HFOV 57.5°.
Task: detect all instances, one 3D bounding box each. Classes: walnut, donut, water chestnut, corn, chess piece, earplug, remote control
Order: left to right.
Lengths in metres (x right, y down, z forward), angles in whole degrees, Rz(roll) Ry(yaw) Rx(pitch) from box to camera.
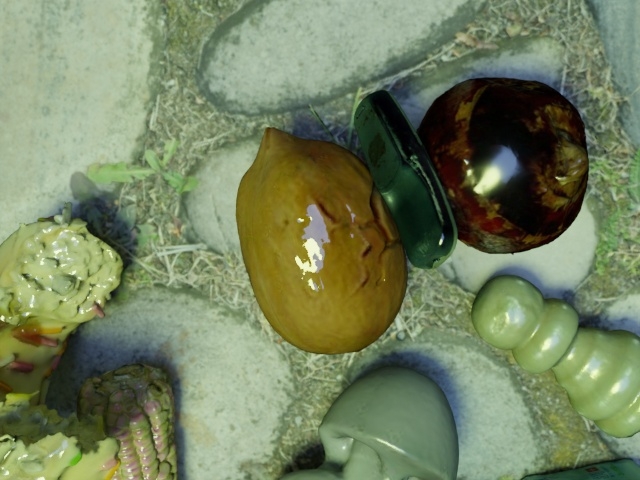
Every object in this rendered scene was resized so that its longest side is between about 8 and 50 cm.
[{"bbox_3d":[-0.358,0.170,0.699,0.307,0.150,0.371,-33,49,21],"label":"donut"},{"bbox_3d":[-0.255,0.335,0.811,0.127,0.126,0.335,-3,100,3],"label":"corn"},{"bbox_3d":[0.000,0.000,0.713,0.203,0.203,0.298,-21,107,5],"label":"walnut"},{"bbox_3d":[0.058,0.318,0.776,0.214,0.175,0.325,27,106,-5],"label":"earplug"},{"bbox_3d":[0.090,-0.072,0.644,0.042,0.072,0.222,-3,61,-30],"label":"remote control"},{"bbox_3d":[0.206,-0.088,0.712,0.224,0.238,0.223,12,65,-27],"label":"water chestnut"},{"bbox_3d":[0.312,0.136,0.761,0.243,0.133,0.133,32,97,3],"label":"chess piece"}]

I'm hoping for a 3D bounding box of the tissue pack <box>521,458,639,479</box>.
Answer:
[{"bbox_3d":[0.370,0.367,0.710,0.177,0.263,0.089,-12,93,3],"label":"tissue pack"}]
